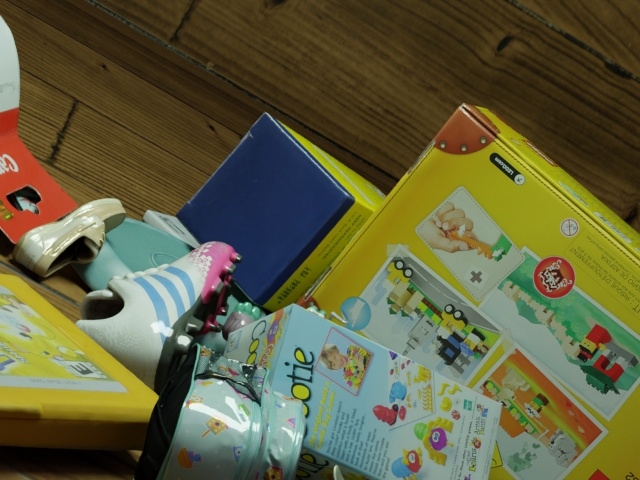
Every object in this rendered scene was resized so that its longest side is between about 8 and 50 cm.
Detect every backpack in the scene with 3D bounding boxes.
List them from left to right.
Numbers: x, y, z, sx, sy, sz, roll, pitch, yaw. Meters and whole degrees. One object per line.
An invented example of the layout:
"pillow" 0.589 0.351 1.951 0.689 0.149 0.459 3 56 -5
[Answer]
"backpack" -0.095 0.202 1.416 0.144 0.166 0.188 23 14 2

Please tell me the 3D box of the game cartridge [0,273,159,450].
"game cartridge" -0.329 0.098 1.481 0.285 0.053 0.323 35 11 32

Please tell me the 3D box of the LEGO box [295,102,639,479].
"LEGO box" 0.258 0.133 1.941 0.500 0.372 0.193 43 14 13

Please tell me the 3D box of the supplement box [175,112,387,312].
"supplement box" 0.000 0.000 2.233 0.195 0.194 0.356 46 9 32

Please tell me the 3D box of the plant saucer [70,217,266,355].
"plant saucer" -0.183 0.059 2.027 0.317 0.044 0.317 32 14 -9

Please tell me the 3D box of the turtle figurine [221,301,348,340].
"turtle figurine" -0.020 0.160 1.846 0.118 0.175 0.234 -26 32 -27

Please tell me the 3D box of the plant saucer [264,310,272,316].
"plant saucer" -0.064 0.119 2.180 0.083 0.013 0.083 30 13 -7

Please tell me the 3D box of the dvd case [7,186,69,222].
"dvd case" -0.362 -0.037 2.063 0.087 0.013 0.119 23 14 -35

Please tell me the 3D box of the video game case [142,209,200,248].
"video game case" -0.149 0.026 2.326 0.190 0.022 0.173 40 15 36

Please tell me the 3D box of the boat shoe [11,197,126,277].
"boat shoe" -0.291 0.002 1.902 0.059 0.063 0.170 43 44 17

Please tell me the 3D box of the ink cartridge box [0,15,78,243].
"ink cartridge box" -0.429 -0.193 1.974 0.385 0.091 0.308 52 11 -4

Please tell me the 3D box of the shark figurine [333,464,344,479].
"shark figurine" 0.039 0.295 1.559 0.278 0.116 0.166 -16 82 -64

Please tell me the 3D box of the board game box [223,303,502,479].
"board game box" 0.033 0.198 1.680 0.275 0.144 0.142 27 -28 -23

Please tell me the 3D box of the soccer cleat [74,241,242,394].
"soccer cleat" -0.184 0.067 1.786 0.143 0.116 0.331 17 20 5
